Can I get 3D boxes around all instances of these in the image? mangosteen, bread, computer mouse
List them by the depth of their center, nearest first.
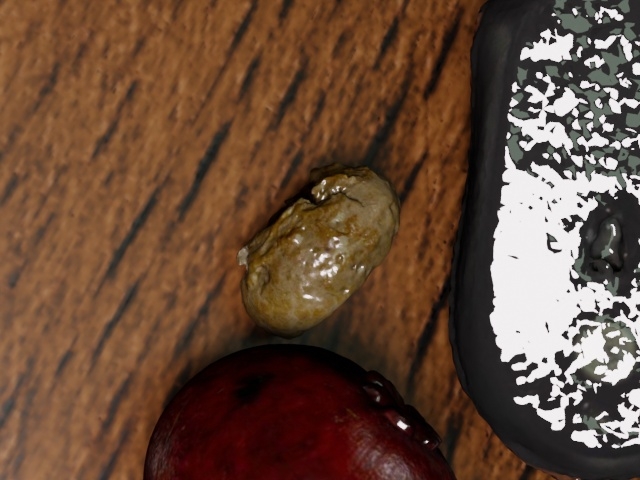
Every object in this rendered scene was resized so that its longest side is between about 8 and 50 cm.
[{"bbox_3d":[-0.021,0.155,0.780,0.199,0.200,0.200,2,83,-21],"label":"mangosteen"},{"bbox_3d":[0.000,0.000,0.843,0.060,0.082,0.113,43,68,-10],"label":"bread"},{"bbox_3d":[0.171,-0.019,0.877,0.182,0.116,0.323,6,96,2],"label":"computer mouse"}]
